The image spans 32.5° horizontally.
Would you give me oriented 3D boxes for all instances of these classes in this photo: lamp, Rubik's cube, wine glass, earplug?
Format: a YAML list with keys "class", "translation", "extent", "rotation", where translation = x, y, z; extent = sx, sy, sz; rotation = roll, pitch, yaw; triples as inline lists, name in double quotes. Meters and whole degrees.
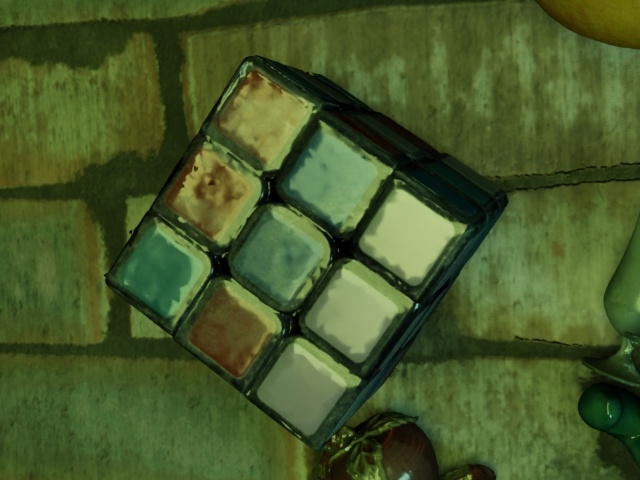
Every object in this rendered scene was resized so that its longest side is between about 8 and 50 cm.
- class: "lamp"
  translation: [0.115, 0.325, 1.549]
  extent: [0.215, 0.151, 0.223]
  rotation: [-28, 130, 24]
- class: "Rubik's cube"
  translation: [0.000, 0.000, 1.428]
  extent: [0.359, 0.363, 0.362]
  rotation: [37, 102, 7]
- class: "wine glass"
  translation: [0.425, 0.069, 1.431]
  extent: [0.103, 0.103, 0.231]
  rotation: [20, 98, 15]
- class: "earplug"
  translation: [0.482, 0.257, 1.382]
  extent: [0.280, 0.164, 0.257]
  rotation: [-8, 116, 29]

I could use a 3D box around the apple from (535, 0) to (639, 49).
- class: "apple"
  translation: [0.365, -0.377, 1.312]
  extent: [0.299, 0.299, 0.275]
  rotation: [-10, 121, 19]
